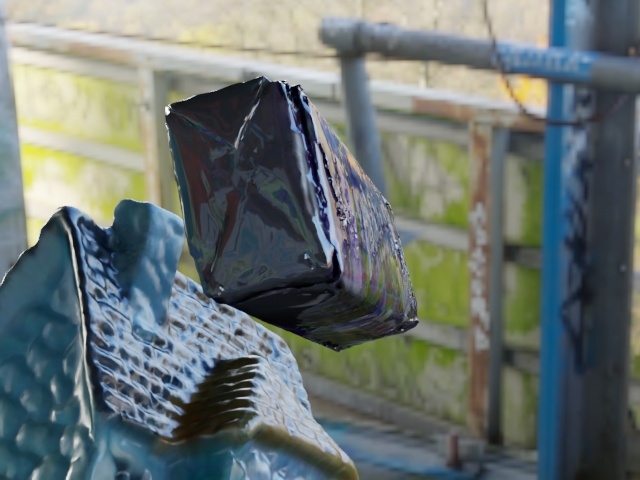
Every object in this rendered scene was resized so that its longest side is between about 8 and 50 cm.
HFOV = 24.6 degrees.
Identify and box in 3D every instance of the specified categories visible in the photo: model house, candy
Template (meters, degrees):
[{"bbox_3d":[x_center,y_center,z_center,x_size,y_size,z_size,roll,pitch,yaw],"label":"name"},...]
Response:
[{"bbox_3d":[-0.067,0.121,0.857,0.226,0.241,0.261,0,-23,34],"label":"model house"},{"bbox_3d":[0.000,0.000,0.699,0.061,0.088,0.312,-13,-9,8],"label":"candy"}]
